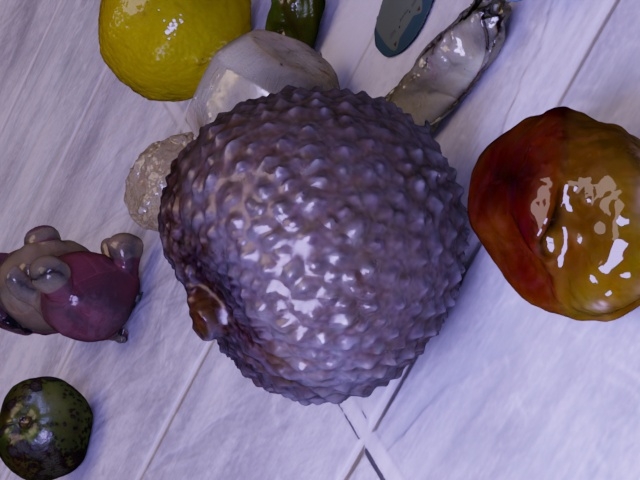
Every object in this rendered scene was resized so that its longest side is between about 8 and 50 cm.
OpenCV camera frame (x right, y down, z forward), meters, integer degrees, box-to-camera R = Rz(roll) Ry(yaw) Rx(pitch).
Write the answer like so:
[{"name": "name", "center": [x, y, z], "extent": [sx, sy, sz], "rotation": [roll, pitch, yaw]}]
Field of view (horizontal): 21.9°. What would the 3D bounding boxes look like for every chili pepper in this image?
[{"name": "chili pepper", "center": [-0.030, -0.262, 1.942], "extent": [0.072, 0.073, 0.204], "rotation": [35, 116, 45]}]

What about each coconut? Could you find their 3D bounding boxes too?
[{"name": "coconut", "center": [-0.063, -0.139, 1.825], "extent": [0.162, 0.161, 0.161], "rotation": [-60, 28, 25]}]

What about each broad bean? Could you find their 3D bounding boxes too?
[{"name": "broad bean", "center": [0.194, -0.022, 1.291], "extent": [0.156, 0.122, 0.228], "rotation": [-63, 24, 8]}]

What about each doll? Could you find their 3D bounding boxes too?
[{"name": "doll", "center": [-0.354, 0.058, 2.210], "extent": [0.256, 0.196, 0.152], "rotation": [-6, 67, 54]}]

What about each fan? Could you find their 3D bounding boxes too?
[{"name": "fan", "center": [0.084, -0.269, 1.798], "extent": [0.113, 0.005, 0.175], "rotation": [-56, 30, 26]}]

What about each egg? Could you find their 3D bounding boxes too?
[{"name": "egg", "center": [-0.184, -0.067, 2.045], "extent": [0.140, 0.116, 0.118], "rotation": [129, 149, -49]}]

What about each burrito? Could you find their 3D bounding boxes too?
[{"name": "burrito", "center": [0.121, -0.167, 1.605], "extent": [0.229, 0.058, 0.063], "rotation": [-46, 30, 35]}]

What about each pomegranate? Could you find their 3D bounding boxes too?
[{"name": "pomegranate", "center": [-0.372, 0.252, 2.172], "extent": [0.163, 0.125, 0.138], "rotation": [-31, 58, 53]}]

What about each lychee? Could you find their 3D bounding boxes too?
[{"name": "lychee", "center": [-0.001, 0.006, 1.489], "extent": [0.300, 0.300, 0.300], "rotation": [-42, 38, 44]}]

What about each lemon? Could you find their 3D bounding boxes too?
[{"name": "lemon", "center": [-0.186, -0.280, 2.112], "extent": [0.231, 0.192, 0.192], "rotation": [-46, 35, 42]}]
